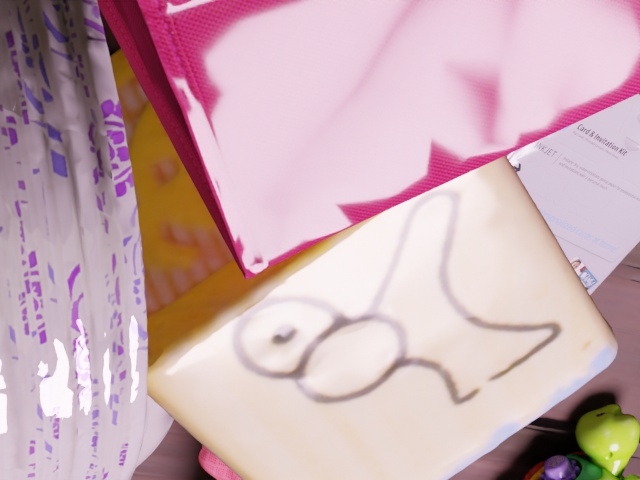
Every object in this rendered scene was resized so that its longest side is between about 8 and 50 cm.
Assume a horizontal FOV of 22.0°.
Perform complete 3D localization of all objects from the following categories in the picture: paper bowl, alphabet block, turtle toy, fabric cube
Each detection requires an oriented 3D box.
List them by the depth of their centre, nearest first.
[{"bbox_3d":[0.016,-0.195,0.597,0.258,0.254,0.259,-24,137,-6],"label":"fabric cube"},{"bbox_3d":[-0.173,-0.025,0.617,0.148,0.284,0.284,-11,133,-21],"label":"paper bowl"},{"bbox_3d":[0.000,0.000,0.807,0.192,0.193,0.197,-36,137,2],"label":"alphabet block"},{"bbox_3d":[0.182,0.175,1.159,0.130,0.066,0.095,-50,157,15],"label":"turtle toy"}]

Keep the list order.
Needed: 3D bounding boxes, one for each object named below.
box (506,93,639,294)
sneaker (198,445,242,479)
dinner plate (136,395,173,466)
[{"bbox_3d":[0.132,-0.018,0.977,0.145,0.038,0.186,22,116,-42],"label":"box"},{"bbox_3d":[-0.004,0.195,1.063,0.136,0.116,0.313,-15,128,-3],"label":"sneaker"},{"bbox_3d":[-0.146,0.109,0.951,0.141,0.017,0.141,-17,134,-18],"label":"dinner plate"}]
